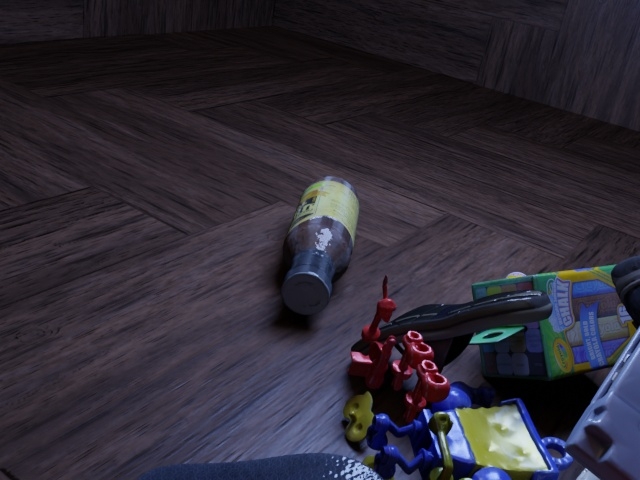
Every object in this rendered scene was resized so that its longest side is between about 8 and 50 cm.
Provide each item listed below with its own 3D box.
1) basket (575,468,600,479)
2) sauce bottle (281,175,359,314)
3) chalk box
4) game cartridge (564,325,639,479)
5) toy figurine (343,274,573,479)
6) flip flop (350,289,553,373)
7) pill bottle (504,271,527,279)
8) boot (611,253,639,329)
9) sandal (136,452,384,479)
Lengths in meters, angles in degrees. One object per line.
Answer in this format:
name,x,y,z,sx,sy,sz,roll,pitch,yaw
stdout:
basket,0.263,0.284,0.634,0.113,0.103,0.167,27,30,30
sauce bottle,0.000,0.000,1.110,0.112,0.111,0.344,11,24,2
chalk box,0.289,0.108,0.915,0.213,0.131,0.132,-3,-6,-27
game cartridge,0.377,0.143,0.635,0.196,0.060,0.294,37,64,18
toy figurine,0.168,0.207,0.678,0.218,0.191,0.362,9,27,-13
flip flop,0.152,0.121,0.846,0.277,0.080,0.112,-18,1,36
pill bottle,0.313,0.086,1.119,0.044,0.043,0.083,17,27,14
boot,0.475,0.194,0.804,0.377,0.138,0.284,35,42,-41
sandal,-0.051,0.245,0.637,0.255,0.054,0.097,-3,24,16
